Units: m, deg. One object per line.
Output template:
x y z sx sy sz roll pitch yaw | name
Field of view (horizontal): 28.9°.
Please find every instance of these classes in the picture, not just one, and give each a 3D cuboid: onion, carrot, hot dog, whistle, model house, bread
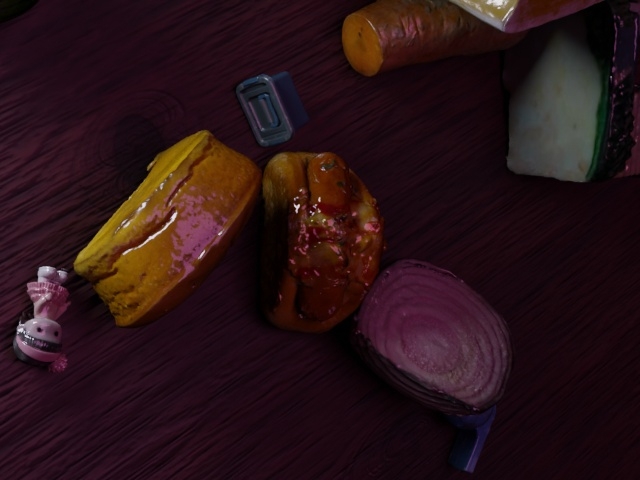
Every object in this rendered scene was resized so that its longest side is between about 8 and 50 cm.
0.156 0.153 1.831 0.250 0.111 0.247 34 39 -1 | onion
0.184 -0.331 1.862 0.302 0.139 0.138 -19 97 -30 | carrot
0.000 0.000 1.711 0.150 0.153 0.256 4 85 -32 | hot dog
0.214 0.264 1.879 0.090 0.090 0.158 25 84 -29 | whistle
0.461 -0.250 1.981 0.284 0.243 0.298 -5 101 -38 | model house
-0.186 -0.013 1.571 0.142 0.195 0.269 45 69 -15 | bread

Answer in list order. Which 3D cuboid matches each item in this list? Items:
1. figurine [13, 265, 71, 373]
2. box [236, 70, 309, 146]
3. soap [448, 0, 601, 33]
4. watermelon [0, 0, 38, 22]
-0.341 0.098 1.549 0.072 0.054 0.129 23 67 -45 | figurine
-0.063 -0.187 1.734 0.054 0.074 0.099 -34 106 -41 | box
0.257 -0.458 1.800 0.293 0.335 0.156 -24 138 -35 | soap
-0.399 -0.339 1.450 0.188 0.188 0.214 21 63 -30 | watermelon
